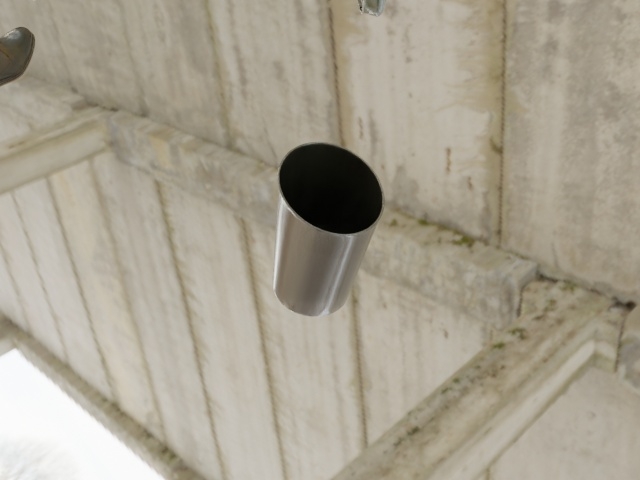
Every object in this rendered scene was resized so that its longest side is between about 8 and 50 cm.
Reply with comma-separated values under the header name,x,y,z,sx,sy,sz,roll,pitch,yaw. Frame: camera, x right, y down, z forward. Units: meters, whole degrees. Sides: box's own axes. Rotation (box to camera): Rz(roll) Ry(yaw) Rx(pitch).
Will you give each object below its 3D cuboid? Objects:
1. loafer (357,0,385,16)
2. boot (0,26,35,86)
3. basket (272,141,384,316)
name,x,y,z,sx,sy,sz,roll,pitch,yaw
loafer,0.023,-0.445,1.214,0.094,0.087,0.251,106,-40,-81
boot,-0.570,-0.328,1.400,0.082,0.219,0.106,25,-36,0
basket,0.000,0.000,1.243,0.227,0.154,0.204,101,-21,-44
